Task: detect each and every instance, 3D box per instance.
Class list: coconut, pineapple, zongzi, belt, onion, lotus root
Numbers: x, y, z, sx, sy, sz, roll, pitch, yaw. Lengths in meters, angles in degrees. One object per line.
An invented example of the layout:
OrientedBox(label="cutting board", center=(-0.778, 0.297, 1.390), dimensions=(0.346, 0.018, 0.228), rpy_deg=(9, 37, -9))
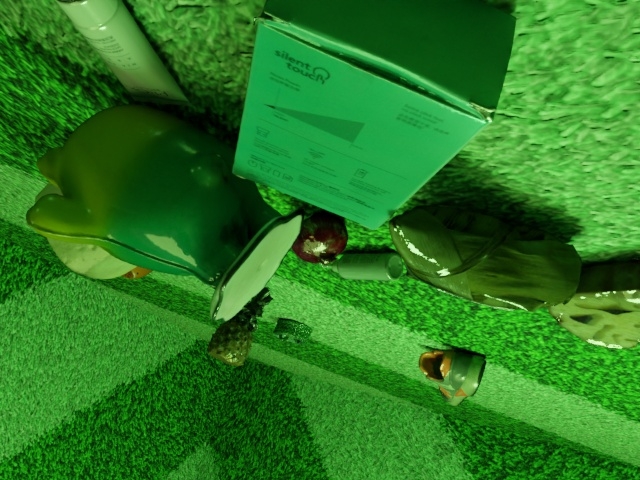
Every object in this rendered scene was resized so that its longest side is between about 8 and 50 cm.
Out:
OrientedBox(label="coconut", center=(-0.442, -0.039, 1.113), dimensions=(0.259, 0.259, 0.259), rpy_deg=(17, 160, 7))
OrientedBox(label="pineapple", center=(-0.232, 0.246, 1.624), dimensions=(0.128, 0.248, 0.128), rpy_deg=(24, 160, 9))
OrientedBox(label="zongzi", center=(0.224, 0.020, 0.721), dimensions=(0.251, 0.125, 0.274), rpy_deg=(12, 174, 17))
OrientedBox(label="belt", center=(-0.108, 0.343, 2.003), dimensions=(0.151, 0.079, 0.121), rpy_deg=(3, 155, 40))
OrientedBox(label="onion", center=(0.000, 0.000, 0.984), dimensions=(0.107, 0.097, 0.107), rpy_deg=(-19, 149, -12))
OrientedBox(label="lotus root", center=(0.445, 0.096, 0.861), dimensions=(0.170, 0.074, 0.260), rpy_deg=(11, 158, 30))

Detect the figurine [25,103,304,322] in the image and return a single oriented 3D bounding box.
OrientedBox(label="figurine", center=(-0.211, -0.062, 0.772), dimensions=(0.340, 0.323, 0.231), rpy_deg=(34, 140, 10))

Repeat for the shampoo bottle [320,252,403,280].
OrientedBox(label="shampoo bottle", center=(0.076, 0.052, 1.110), dimensions=(0.195, 0.056, 0.056), rpy_deg=(-2, 151, 47))

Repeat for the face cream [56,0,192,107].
OrientedBox(label="face cream", center=(-0.240, -0.233, 0.669), dimensions=(0.092, 0.058, 0.243), rpy_deg=(11, 165, 10))

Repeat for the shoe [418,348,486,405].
OrientedBox(label="shoe", center=(0.374, 0.404, 1.659), dimensions=(0.171, 0.132, 0.336), rpy_deg=(22, 159, 7))

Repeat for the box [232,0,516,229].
OrientedBox(label="box", center=(0.030, -0.136, 0.568), dimensions=(0.205, 0.118, 0.311), rpy_deg=(20, 161, -6))

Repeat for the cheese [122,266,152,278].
OrientedBox(label="cheese", center=(-0.502, -0.003, 1.407), dimensions=(0.217, 0.129, 0.329), rpy_deg=(22, 148, 2))
